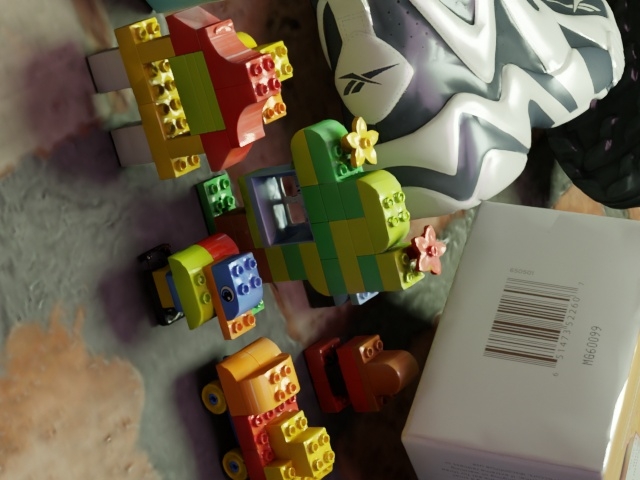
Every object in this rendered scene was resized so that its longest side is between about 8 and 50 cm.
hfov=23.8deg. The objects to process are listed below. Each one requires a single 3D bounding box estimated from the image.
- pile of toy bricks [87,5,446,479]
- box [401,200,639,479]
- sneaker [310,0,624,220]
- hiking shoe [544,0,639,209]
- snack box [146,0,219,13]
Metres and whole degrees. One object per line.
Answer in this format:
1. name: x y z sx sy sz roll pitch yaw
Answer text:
1. pile of toy bricks: 0.000 0.000 0.623 0.118 0.105 0.212 -31 109 -48
2. box: 0.113 0.085 0.720 0.170 0.091 0.130 66 38 -52
3. sneaker: 0.066 -0.122 0.729 0.235 0.094 0.153 -40 115 -45
4. hiking shoe: 0.210 -0.151 0.892 0.132 0.113 0.304 30 63 -44
5. snack box: -0.101 -0.264 0.567 0.322 0.060 0.187 48 54 -35
